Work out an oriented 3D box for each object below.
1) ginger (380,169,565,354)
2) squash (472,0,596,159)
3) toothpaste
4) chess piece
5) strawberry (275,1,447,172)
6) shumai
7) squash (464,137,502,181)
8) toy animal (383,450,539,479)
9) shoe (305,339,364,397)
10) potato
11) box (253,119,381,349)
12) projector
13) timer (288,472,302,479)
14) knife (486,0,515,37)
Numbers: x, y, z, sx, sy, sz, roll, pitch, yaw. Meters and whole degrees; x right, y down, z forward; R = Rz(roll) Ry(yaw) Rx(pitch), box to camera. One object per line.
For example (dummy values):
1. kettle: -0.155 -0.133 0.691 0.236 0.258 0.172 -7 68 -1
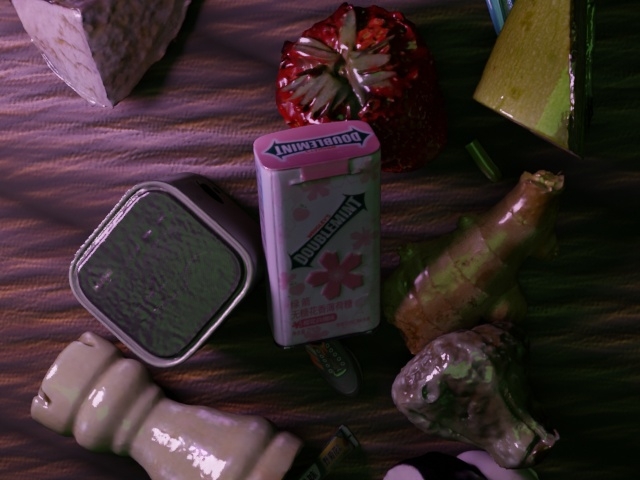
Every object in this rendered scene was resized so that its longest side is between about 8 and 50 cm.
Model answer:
1. ginger: 0.278 0.057 1.763 0.375 0.166 0.236 -31 93 30
2. squash: 0.394 -0.316 1.685 0.210 0.233 0.309 33 100 20
3. toothpaste: -0.002 0.393 1.844 0.049 0.204 0.031 52 136 -1
4. chess piece: -0.271 0.341 1.844 0.442 0.234 0.234 30 99 5
5. strawberry: 0.073 -0.236 1.748 0.261 0.257 0.261 -6 70 18
6. shumai: 0.262 0.267 1.736 0.260 0.222 0.225 0 138 -21
7. squash: 0.279 -0.133 1.817 0.027 0.027 0.083 -35 93 9
8. toy animal: 0.242 0.460 1.808 0.266 0.212 0.213 12 100 -33
9. shoe: 0.009 0.194 1.861 0.074 0.077 0.194 -29 93 8
10. potato: -0.355 -0.394 1.823 0.264 0.211 0.189 -42 49 -22
11. box: 0.000 0.000 1.688 0.190 0.112 0.370 -8 129 -10
12. projector: -0.239 0.041 1.782 0.248 0.249 0.248 41 99 0
13. timer: -0.049 0.481 1.868 0.047 0.128 0.140 20 60 24
14. knife: 0.306 -0.411 1.776 0.064 0.031 0.222 -14 96 3
